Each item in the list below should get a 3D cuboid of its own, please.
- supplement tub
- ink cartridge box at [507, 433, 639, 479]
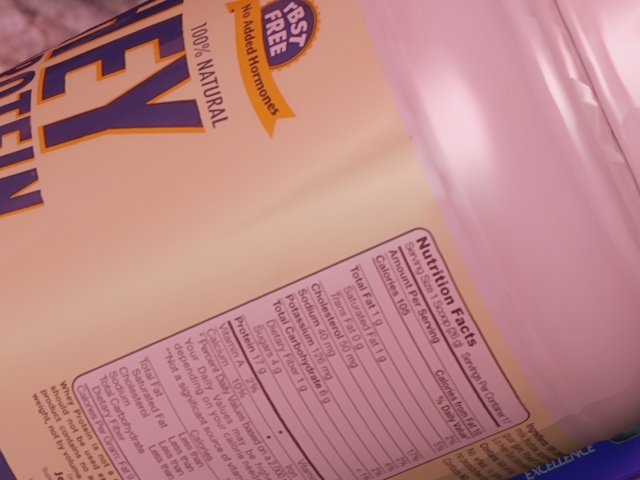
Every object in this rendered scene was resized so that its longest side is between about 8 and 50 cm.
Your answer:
[{"bbox_3d":[0.000,0.000,0.778,0.325,0.235,0.235,-24,79,12],"label":"supplement tub"},{"bbox_3d":[0.174,0.140,0.814,0.206,0.045,0.208,-27,77,13],"label":"ink cartridge box"}]
